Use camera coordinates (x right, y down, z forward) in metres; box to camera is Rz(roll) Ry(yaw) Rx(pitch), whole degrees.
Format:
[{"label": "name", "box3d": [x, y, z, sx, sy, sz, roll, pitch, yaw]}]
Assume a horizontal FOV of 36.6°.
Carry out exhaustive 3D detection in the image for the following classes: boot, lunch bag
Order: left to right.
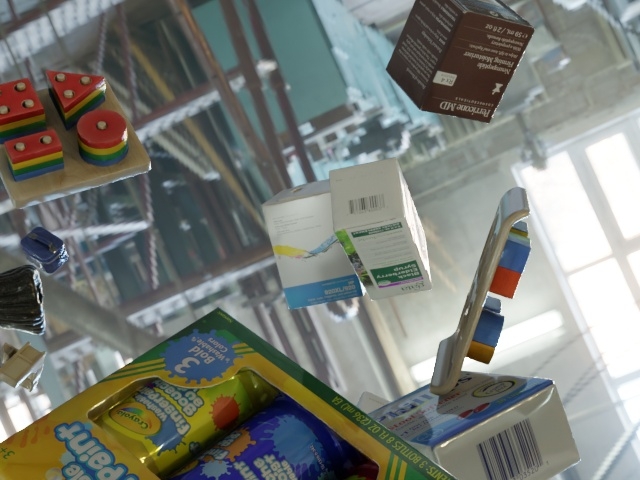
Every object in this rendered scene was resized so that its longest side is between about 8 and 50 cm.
[{"label": "boot", "box3d": [-0.573, 0.111, 1.518, 0.260, 0.131, 0.348, -1, -174, -10]}, {"label": "lunch bag", "box3d": [-0.597, 0.020, 2.095, 0.067, 0.098, 0.065, -51, 157, -29]}]

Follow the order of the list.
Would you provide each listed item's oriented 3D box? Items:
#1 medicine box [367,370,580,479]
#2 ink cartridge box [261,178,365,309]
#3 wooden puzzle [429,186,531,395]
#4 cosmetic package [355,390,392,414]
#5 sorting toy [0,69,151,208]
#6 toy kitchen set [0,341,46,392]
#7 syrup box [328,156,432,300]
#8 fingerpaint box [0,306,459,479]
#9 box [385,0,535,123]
[{"label": "medicine box", "box3d": [0.224, 0.337, 1.604, 0.263, 0.149, 0.289, -21, -174, -26]}, {"label": "ink cartridge box", "box3d": [0.000, 0.000, 2.050, 0.168, 0.232, 0.171, -12, -168, 16]}, {"label": "wooden puzzle", "box3d": [0.302, 0.087, 1.710, 0.322, 0.080, 0.348, -46, 158, -75]}, {"label": "cosmetic package", "box3d": [0.144, 0.630, 2.188, 0.329, 0.327, 0.393, -60, 174, -64]}, {"label": "sorting toy", "box3d": [-0.476, -0.210, 1.767, 0.255, 0.257, 0.089, -19, 146, -22]}, {"label": "toy kitchen set", "box3d": [-0.464, 0.196, 1.440, 0.075, 0.068, 0.083, -54, 172, -52]}, {"label": "syrup box", "box3d": [0.086, -0.009, 1.323, 0.093, 0.096, 0.237, -11, 151, 11]}, {"label": "fingerpaint box", "box3d": [-0.108, 0.319, 1.140, 0.371, 0.445, 0.163, -31, 140, -36]}, {"label": "box", "box3d": [0.258, -0.356, 1.808, 0.168, 0.167, 0.203, 5, 123, -29]}]
